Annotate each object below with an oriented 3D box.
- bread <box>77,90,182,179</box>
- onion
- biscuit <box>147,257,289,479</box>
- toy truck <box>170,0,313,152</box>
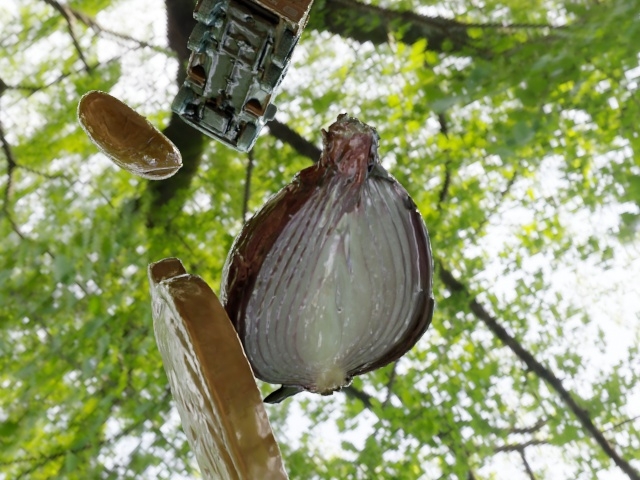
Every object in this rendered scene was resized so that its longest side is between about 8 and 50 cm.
[{"bbox_3d":[-0.296,-0.152,1.461,0.189,0.114,0.077,38,-121,10],"label":"bread"},{"bbox_3d":[0.000,0.000,1.153,0.267,0.348,0.159,-4,-157,-29],"label":"onion"},{"bbox_3d":[-0.107,0.208,1.033,0.062,0.385,0.365,-20,-158,-15],"label":"biscuit"},{"bbox_3d":[-0.096,-0.265,1.330,0.162,0.136,0.305,-61,-179,-32],"label":"toy truck"}]
